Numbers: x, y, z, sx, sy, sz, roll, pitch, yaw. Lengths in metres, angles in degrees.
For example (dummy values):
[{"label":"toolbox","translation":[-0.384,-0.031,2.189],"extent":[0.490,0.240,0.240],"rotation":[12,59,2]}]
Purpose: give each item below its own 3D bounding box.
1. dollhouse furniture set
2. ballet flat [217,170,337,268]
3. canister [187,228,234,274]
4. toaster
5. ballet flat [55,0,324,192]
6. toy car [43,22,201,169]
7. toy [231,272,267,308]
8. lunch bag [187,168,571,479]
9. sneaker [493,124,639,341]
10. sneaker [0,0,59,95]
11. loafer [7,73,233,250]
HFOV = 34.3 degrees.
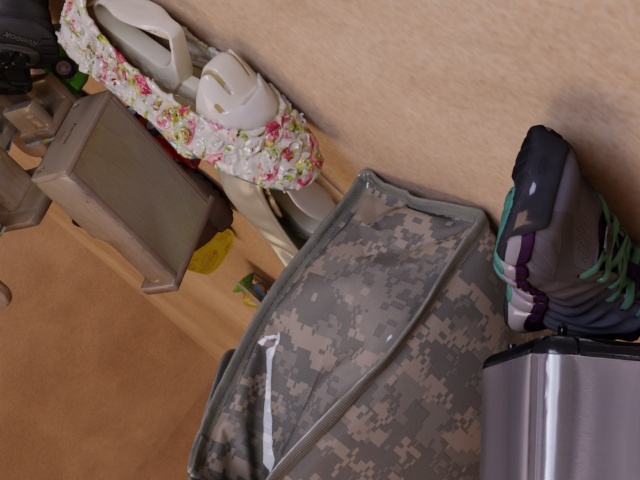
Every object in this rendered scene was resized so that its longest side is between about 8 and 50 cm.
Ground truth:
[{"label":"dollhouse furniture set","translation":[-0.251,-0.029,0.982],"extent":[0.242,0.212,0.161],"rotation":[-9,137,35]},{"label":"ballet flat","translation":[0.000,0.000,0.945],"extent":[0.086,0.086,0.248],"rotation":[22,159,51]},{"label":"canister","translation":[-0.214,-0.032,1.381],"extent":[0.170,0.073,0.126],"rotation":[34,-176,26]},{"label":"toaster","translation":[0.189,0.113,0.598],"extent":[0.168,0.110,0.185],"rotation":[5,169,-1]},{"label":"ballet flat","translation":[-0.100,-0.121,0.773],"extent":[0.241,0.091,0.077],"rotation":[32,145,10]},{"label":"toy car","translation":[-0.217,-0.153,1.038],"extent":[0.225,0.053,0.239],"rotation":[41,167,-14]},{"label":"toy","translation":[-0.028,0.133,1.540],"extent":[0.237,0.056,0.137],"rotation":[41,172,10]},{"label":"lunch bag","translation":[0.047,0.136,0.801],"extent":[0.169,0.287,0.235],"rotation":[23,162,49]},{"label":"sneaker","translation":[0.153,0.004,0.571],"extent":[0.098,0.083,0.223],"rotation":[13,166,16]},{"label":"sneaker","translation":[-0.293,-0.200,0.905],"extent":[0.109,0.130,0.286],"rotation":[1,176,-33]},{"label":"loafer","translation":[-0.279,-0.085,1.273],"extent":[0.366,0.130,0.134],"rotation":[31,166,27]}]
